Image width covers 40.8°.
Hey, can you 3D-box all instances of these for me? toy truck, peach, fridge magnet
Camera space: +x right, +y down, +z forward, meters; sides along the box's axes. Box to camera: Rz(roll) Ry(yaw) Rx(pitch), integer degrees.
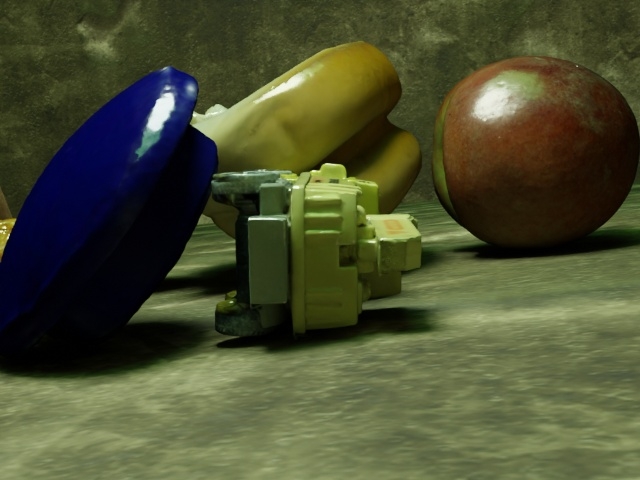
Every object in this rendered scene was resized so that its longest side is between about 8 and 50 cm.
[{"bbox_3d":[0.000,0.000,0.716,0.157,0.124,0.272,0,6,1],"label":"toy truck"},{"bbox_3d":[0.253,-0.102,1.026,0.252,0.253,0.252,-6,4,0],"label":"peach"},{"bbox_3d":[-0.175,-0.020,0.693,0.112,0.266,0.265,34,-12,-21],"label":"fridge magnet"}]

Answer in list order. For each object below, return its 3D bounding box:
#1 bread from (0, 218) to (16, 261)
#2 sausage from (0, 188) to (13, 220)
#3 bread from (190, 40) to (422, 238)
[{"bbox_3d":[-0.373,0.030,0.937,0.210,0.083,0.114,-6,49,0],"label":"bread"},{"bbox_3d":[-0.443,-0.033,1.043,0.123,0.123,0.253,-7,-33,-9],"label":"sausage"},{"bbox_3d":[-0.040,-0.080,1.051,0.328,0.245,0.424,-17,3,0],"label":"bread"}]
